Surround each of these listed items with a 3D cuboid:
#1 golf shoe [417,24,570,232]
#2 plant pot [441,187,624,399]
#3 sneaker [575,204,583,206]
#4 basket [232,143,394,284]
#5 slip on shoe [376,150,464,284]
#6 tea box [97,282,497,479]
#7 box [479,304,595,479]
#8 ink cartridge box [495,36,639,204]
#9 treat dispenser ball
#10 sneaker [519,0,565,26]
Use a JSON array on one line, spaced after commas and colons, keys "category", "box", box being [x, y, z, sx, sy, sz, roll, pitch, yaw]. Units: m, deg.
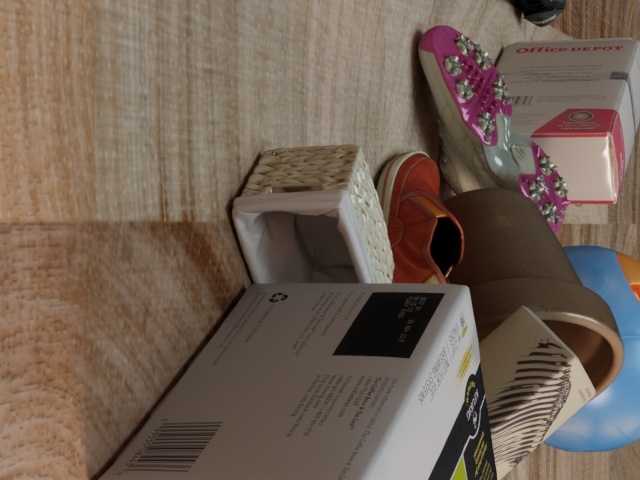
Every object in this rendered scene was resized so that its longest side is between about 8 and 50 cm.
[{"category": "golf shoe", "box": [0.190, -0.125, 1.905, 0.306, 0.140, 0.115, 58, 44, -15]}, {"category": "plant pot", "box": [0.212, 0.067, 1.797, 0.263, 0.263, 0.229, 59, 20, -52]}, {"category": "sneaker", "box": [0.385, -0.115, 2.333, 0.384, 0.145, 0.147, -33, 120, -63]}, {"category": "basket", "box": [0.000, 0.000, 1.404, 0.103, 0.113, 0.167, -70, 151, -46]}, {"category": "slip on shoe", "box": [0.112, 0.000, 1.674, 0.331, 0.101, 0.123, -74, 153, -61]}, {"category": "tea box", "box": [0.007, 0.249, 1.271, 0.329, 0.219, 0.324, -52, 136, -57]}, {"category": "box", "box": [0.155, 0.205, 1.600, 0.275, 0.094, 0.113, -42, 145, -2]}, {"category": "ink cartridge box", "box": [0.338, -0.172, 2.126, 0.283, 0.207, 0.117, -60, 144, -51]}, {"category": "treat dispenser ball", "box": [0.366, 0.150, 2.088, 0.288, 0.288, 0.288, 0, 90, -68]}, {"category": "sneaker", "box": [0.335, -0.377, 2.298, 0.234, 0.078, 0.106, -39, 123, -65]}]
